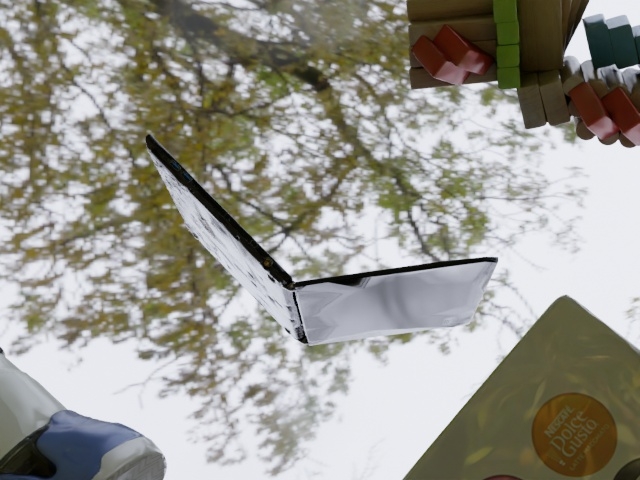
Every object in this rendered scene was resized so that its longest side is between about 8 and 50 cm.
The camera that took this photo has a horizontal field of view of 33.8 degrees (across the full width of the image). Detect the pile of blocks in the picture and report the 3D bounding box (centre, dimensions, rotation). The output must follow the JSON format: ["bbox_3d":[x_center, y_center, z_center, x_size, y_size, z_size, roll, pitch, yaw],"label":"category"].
[{"bbox_3d":[0.242,-0.159,0.979,0.362,0.112,0.149,19,-64,1],"label":"pile of blocks"}]

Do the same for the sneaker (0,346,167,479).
[{"bbox_3d":[-0.244,0.175,0.556,0.182,0.127,0.315,40,-95,21],"label":"sneaker"}]

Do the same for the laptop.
[{"bbox_3d":[0.000,0.000,0.915,0.136,0.234,0.264,-43,-104,-11],"label":"laptop"}]

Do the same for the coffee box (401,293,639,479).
[{"bbox_3d":[0.193,0.296,0.749,0.334,0.338,0.337,40,-94,20],"label":"coffee box"}]
